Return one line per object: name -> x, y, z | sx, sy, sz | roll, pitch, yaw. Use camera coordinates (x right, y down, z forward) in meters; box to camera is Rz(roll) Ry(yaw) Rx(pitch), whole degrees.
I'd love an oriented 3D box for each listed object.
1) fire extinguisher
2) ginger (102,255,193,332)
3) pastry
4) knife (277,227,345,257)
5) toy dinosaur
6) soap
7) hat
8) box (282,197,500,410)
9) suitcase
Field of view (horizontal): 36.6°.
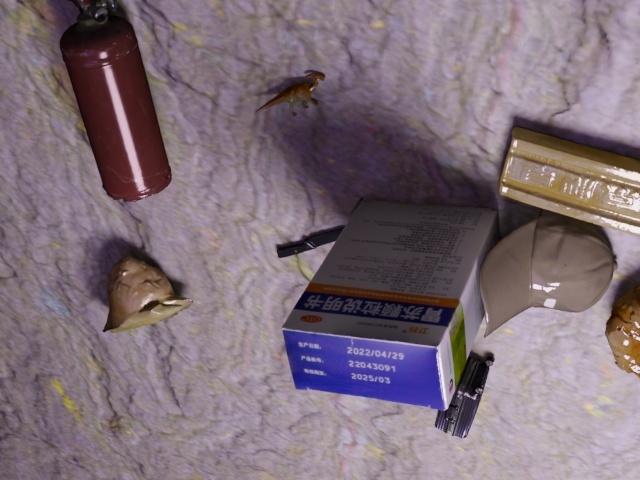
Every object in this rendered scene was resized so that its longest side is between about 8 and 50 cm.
fire extinguisher -> -0.307, -0.227, 1.360 | 0.147, 0.106, 0.336 | 26, 137, 40
ginger -> -0.320, 0.097, 1.632 | 0.193, 0.115, 0.122 | -30, 88, 47
pastry -> 0.450, 0.123, 1.271 | 0.153, 0.081, 0.153 | 22, 139, 20
knife -> 0.000, 0.000, 1.442 | 0.170, 0.010, 0.023 | -17, 123, 33
toy dinosaur -> -0.035, -0.187, 1.297 | 0.113, 0.026, 0.041 | -28, 104, 29
soap -> 0.348, -0.066, 1.200 | 0.252, 0.037, 0.092 | 17, 130, 14
hat -> 0.293, 0.062, 1.241 | 0.144, 0.173, 0.166 | 10, 132, 25
box -> 0.104, 0.071, 1.248 | 0.200, 0.299, 0.106 | 5, 126, 23
suitcase -> 0.217, 0.235, 1.470 | 0.059, 0.086, 0.126 | 19, 131, 14
